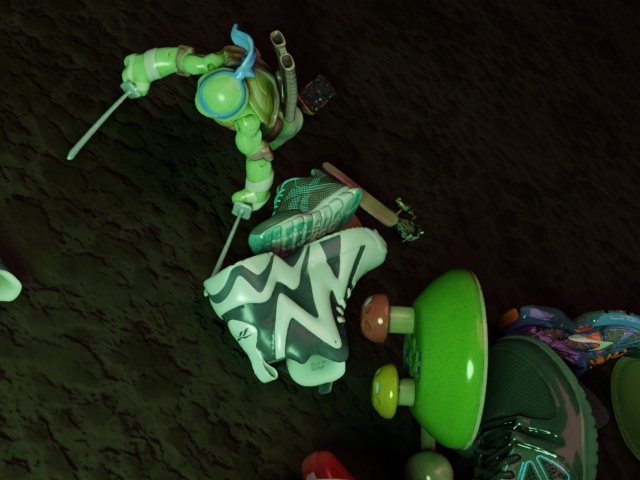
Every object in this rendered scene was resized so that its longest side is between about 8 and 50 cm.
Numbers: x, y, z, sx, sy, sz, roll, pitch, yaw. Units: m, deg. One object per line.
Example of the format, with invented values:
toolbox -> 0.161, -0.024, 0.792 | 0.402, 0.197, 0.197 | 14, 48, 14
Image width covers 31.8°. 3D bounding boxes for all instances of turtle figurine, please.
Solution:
turtle figurine -> -0.131, -0.126, 1.252 | 0.197, 0.275, 0.266 | 23, 16, 6

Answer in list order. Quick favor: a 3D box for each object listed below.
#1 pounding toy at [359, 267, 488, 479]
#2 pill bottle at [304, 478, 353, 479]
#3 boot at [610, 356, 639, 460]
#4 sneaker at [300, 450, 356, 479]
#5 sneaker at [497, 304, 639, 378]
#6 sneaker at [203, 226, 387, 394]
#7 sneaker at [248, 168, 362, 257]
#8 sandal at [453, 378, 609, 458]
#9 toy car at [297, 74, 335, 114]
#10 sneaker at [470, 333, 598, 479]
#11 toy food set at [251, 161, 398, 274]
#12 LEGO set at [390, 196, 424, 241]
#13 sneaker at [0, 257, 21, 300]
pounding toy -> 0.092, 0.137, 1.150 | 0.110, 0.237, 0.183 | 3, 41, -6
pill bottle -> 0.007, 0.347, 0.880 | 0.160, 0.160, 0.283 | 27, 40, -23
boot -> 0.523, 0.271, 1.509 | 0.220, 0.109, 0.283 | 7, 39, -50
sneaker -> 0.090, 0.264, 1.053 | 0.221, 0.128, 0.087 | 51, 16, -2
sneaker -> 0.335, 0.141, 1.448 | 0.221, 0.083, 0.087 | 3, 65, -9
sneaker -> 0.000, 0.080, 1.181 | 0.235, 0.094, 0.153 | -14, 80, -49
sneaker -> -0.030, -0.032, 1.267 | 0.076, 0.065, 0.166 | 39, 42, 23
sandal -> 0.236, 0.209, 1.338 | 0.254, 0.054, 0.097 | -1, 48, -33
toy car -> -0.042, -0.207, 1.464 | 0.122, 0.040, 0.060 | 34, 59, -18
sneaker -> 0.206, 0.252, 1.153 | 0.139, 0.125, 0.341 | 14, 58, -35
toy food set -> 0.000, 0.000, 1.318 | 0.132, 0.038, 0.192 | 40, 47, 1
LEGO set -> 0.108, -0.022, 1.455 | 0.054, 0.023, 0.083 | 45, 23, -5
sneaker -> -0.318, 0.057, 0.921 | 0.086, 0.064, 0.192 | 38, 33, -1
